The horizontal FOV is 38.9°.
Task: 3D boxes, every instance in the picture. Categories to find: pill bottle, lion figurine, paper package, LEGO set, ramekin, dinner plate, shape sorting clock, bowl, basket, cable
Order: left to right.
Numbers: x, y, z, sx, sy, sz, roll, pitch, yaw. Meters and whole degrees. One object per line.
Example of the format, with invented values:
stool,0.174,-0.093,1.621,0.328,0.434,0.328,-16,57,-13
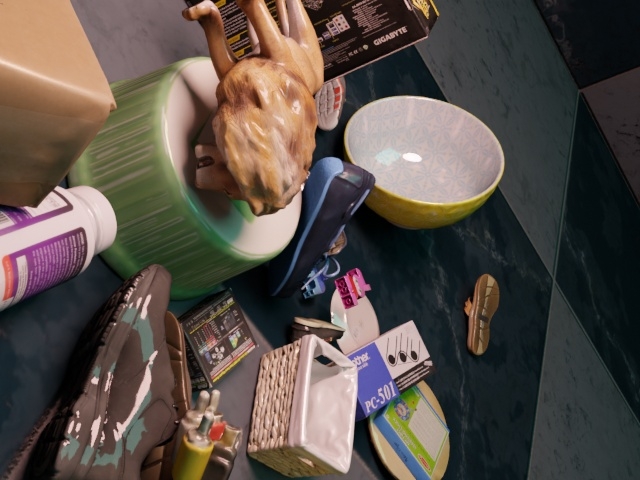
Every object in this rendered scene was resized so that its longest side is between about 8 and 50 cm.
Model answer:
paper package,-0.388,-0.212,0.795,0.325,0.168,0.309,13,42,-53
pill bottle,-0.304,0.003,0.936,0.193,0.108,0.108,-30,100,-57
cable,-0.156,0.297,0.978,0.139,0.072,0.287,-64,179,-87
ramekin,-0.159,-0.086,1.163,0.303,0.148,0.303,32,49,-45
lion figurine,-0.054,-0.207,1.119,0.240,0.142,0.392,66,27,-22
basket,-0.025,0.232,1.243,0.113,0.103,0.167,41,42,-39
LEGO set,0.001,0.006,1.423,0.093,0.087,0.227,-4,71,-60
dinner plate,0.063,0.139,1.508,0.141,0.017,0.141,29,51,-45
shape sorting clock,0.146,0.312,1.516,0.206,0.040,0.206,33,43,-37
bowl,0.174,-0.113,1.643,0.156,0.290,0.289,100,6,-46

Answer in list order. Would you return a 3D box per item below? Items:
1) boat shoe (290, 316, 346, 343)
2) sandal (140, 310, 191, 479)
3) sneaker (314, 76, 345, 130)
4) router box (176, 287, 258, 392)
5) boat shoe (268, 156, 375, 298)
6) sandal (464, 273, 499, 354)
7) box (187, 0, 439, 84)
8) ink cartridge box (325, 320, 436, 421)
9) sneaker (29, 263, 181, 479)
boat shoe,-0.005,0.142,1.381,0.133,0.049,0.042,13,91,-61
sandal,-0.191,0.190,1.052,0.060,0.090,0.219,83,2,-68
sneaker,0.027,-0.254,1.620,0.065,0.061,0.157,43,42,-47
router box,-0.142,0.128,1.181,0.122,0.038,0.092,-37,104,-56
boat shoe,0.000,0.000,1.260,0.089,0.258,0.109,9,51,-22
sandal,0.323,0.150,1.870,0.072,0.049,0.180,33,62,-37
box,-0.025,-0.363,1.348,0.257,0.322,0.079,56,36,-22
ink cartridge box,0.098,0.208,1.457,0.207,0.046,0.097,-20,83,-49
sneaker,-0.207,0.159,0.983,0.130,0.109,0.286,30,57,-22
